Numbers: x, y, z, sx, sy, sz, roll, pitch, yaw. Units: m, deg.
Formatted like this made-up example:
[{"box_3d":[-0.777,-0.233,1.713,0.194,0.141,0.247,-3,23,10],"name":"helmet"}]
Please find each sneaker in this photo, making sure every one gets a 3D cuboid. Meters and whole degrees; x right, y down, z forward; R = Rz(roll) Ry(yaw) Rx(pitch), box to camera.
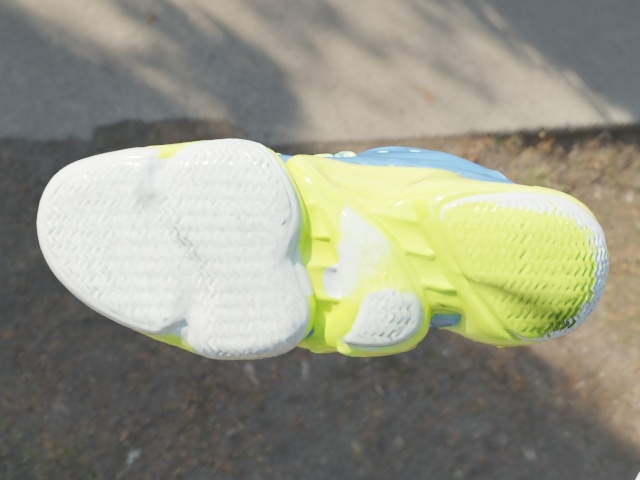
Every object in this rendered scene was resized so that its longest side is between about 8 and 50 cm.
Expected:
[{"box_3d":[0.000,0.000,0.632,0.240,0.091,0.126,8,11,-4],"name":"sneaker"}]

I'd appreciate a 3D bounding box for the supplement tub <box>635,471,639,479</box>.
[{"box_3d":[0.286,0.194,0.814,0.200,0.144,0.144,31,42,-22],"name":"supplement tub"}]
